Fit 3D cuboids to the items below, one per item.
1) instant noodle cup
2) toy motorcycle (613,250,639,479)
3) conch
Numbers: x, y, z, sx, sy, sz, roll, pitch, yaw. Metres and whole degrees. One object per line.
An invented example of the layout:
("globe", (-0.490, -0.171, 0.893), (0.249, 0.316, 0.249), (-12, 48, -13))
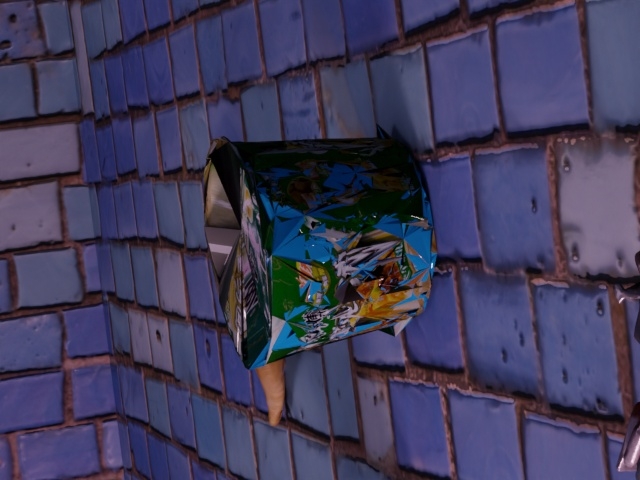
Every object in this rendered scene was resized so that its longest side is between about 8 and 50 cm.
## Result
("instant noodle cup", (0.000, 0.000, 1.937), (0.240, 0.178, 0.240), (172, 90, -74))
("toy motorcycle", (0.236, 0.078, 1.311), (0.122, 0.082, 0.213), (-125, 43, -56))
("conch", (-0.073, 0.112, 2.399), (0.330, 0.093, 0.109), (98, 151, -45))
